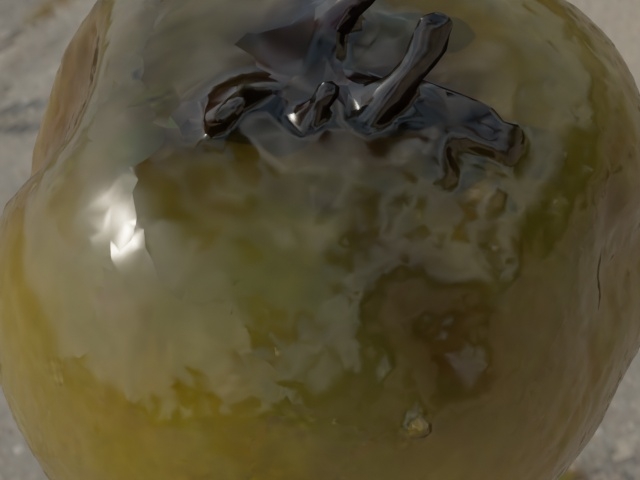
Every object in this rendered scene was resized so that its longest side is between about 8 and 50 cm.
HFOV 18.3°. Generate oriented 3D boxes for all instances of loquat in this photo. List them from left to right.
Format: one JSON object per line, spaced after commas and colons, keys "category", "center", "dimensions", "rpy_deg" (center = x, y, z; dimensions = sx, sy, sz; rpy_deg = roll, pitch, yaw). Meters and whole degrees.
{"category": "loquat", "center": [-0.005, 0.003, 0.599], "dimensions": [0.213, 0.213, 0.213], "rpy_deg": [-16, 37, 12]}
